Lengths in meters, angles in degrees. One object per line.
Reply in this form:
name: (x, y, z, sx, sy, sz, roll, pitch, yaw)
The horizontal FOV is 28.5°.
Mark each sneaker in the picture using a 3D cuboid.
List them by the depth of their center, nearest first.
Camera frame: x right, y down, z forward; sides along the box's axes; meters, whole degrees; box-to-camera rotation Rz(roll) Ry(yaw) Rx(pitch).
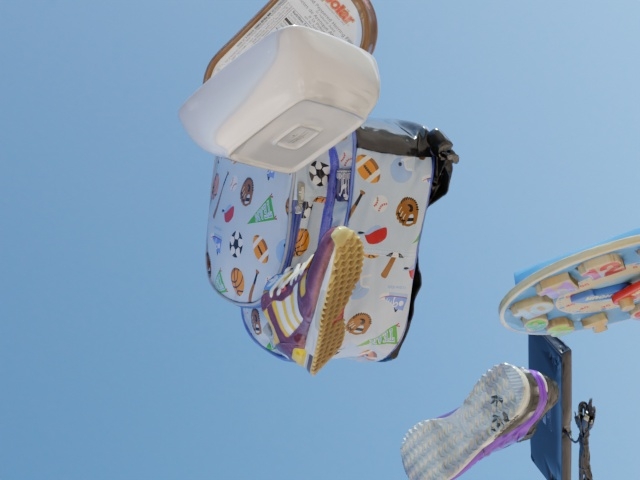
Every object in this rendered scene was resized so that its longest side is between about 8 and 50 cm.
sneaker: (-0.017, 0.048, 1.177, 0.069, 0.084, 0.185, -42, -25, -41)
sneaker: (0.253, 0.291, 1.920, 0.146, 0.102, 0.293, 5, -37, -42)

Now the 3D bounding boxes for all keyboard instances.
keyboard: (0.395, 0.296, 2.050, 0.033, 0.201, 0.317, -17, -55, -13)

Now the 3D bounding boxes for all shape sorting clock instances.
shape sorting clock: (0.249, 0.039, 1.043, 0.206, 0.206, 0.040, 23, -132, -49)

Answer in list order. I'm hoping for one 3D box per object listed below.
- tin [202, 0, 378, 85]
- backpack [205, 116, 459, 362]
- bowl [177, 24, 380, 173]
tin: (-0.030, -0.169, 1.189, 0.189, 0.106, 0.040, -42, 3, 18)
backpack: (0.000, 0.000, 1.340, 0.213, 0.276, 0.263, -3, -84, -24)
bowl: (-0.027, -0.104, 1.018, 0.142, 0.053, 0.142, -33, -25, 28)
